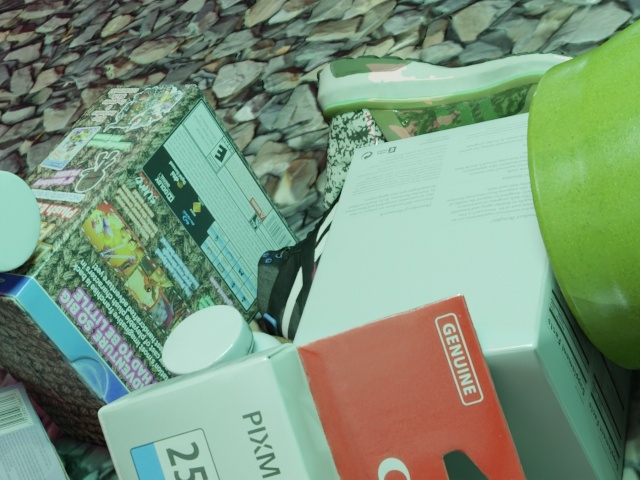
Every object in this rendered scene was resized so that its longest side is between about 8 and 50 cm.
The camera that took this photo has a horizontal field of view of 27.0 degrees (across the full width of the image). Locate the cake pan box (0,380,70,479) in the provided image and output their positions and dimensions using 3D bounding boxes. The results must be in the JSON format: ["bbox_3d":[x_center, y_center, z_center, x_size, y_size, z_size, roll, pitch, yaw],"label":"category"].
[{"bbox_3d":[-0.346,0.258,1.189,0.246,0.070,0.267,-17,42,-22],"label":"cake pan box"}]

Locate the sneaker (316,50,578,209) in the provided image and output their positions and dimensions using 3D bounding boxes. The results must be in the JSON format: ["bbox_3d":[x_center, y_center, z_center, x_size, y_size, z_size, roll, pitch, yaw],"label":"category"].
[{"bbox_3d":[0.164,-0.076,1.303,0.410,0.158,0.182,4,79,39],"label":"sneaker"}]

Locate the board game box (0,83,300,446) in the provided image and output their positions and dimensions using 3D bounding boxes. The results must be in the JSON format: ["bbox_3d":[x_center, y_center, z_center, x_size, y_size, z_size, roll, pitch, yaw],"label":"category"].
[{"bbox_3d":[-0.191,0.024,1.327,0.141,0.232,0.291,5,49,43],"label":"board game box"}]

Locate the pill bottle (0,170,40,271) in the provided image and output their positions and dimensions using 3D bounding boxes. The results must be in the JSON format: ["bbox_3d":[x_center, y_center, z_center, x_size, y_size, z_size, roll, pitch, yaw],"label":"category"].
[{"bbox_3d":[-0.352,-0.012,1.190,0.208,0.117,0.117,-2,44,38],"label":"pill bottle"}]

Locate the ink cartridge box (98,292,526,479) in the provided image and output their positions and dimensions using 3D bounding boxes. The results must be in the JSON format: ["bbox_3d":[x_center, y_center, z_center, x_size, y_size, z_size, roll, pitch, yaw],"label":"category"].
[{"bbox_3d":[0.016,0.213,0.899,0.261,0.296,0.066,-19,0,19],"label":"ink cartridge box"}]

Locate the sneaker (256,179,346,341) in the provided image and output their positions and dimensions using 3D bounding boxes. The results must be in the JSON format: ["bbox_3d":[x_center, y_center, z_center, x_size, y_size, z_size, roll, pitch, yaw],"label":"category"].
[{"bbox_3d":[0.000,0.000,1.285,0.121,0.079,0.217,16,82,45],"label":"sneaker"}]

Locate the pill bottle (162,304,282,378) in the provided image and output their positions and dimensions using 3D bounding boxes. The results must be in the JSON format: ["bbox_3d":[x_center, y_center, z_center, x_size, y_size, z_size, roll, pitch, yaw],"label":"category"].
[{"bbox_3d":[-0.056,0.142,1.116,0.103,0.184,0.103,-21,36,16],"label":"pill bottle"}]

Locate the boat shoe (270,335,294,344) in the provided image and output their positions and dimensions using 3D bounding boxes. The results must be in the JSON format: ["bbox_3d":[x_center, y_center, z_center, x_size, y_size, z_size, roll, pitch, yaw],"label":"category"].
[{"bbox_3d":[-0.050,0.131,1.243,0.190,0.068,0.072,3,59,53],"label":"boat shoe"}]

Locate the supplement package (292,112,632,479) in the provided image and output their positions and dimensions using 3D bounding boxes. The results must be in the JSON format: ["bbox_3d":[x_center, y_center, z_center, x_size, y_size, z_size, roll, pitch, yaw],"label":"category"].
[{"bbox_3d":[0.126,0.063,1.060,0.199,0.198,0.262,-10,40,27],"label":"supplement package"}]

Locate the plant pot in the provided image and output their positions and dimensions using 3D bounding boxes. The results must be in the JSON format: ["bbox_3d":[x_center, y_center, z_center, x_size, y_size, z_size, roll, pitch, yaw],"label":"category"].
[{"bbox_3d":[0.348,-0.056,0.916,0.353,0.366,0.366,-17,37,31],"label":"plant pot"}]
